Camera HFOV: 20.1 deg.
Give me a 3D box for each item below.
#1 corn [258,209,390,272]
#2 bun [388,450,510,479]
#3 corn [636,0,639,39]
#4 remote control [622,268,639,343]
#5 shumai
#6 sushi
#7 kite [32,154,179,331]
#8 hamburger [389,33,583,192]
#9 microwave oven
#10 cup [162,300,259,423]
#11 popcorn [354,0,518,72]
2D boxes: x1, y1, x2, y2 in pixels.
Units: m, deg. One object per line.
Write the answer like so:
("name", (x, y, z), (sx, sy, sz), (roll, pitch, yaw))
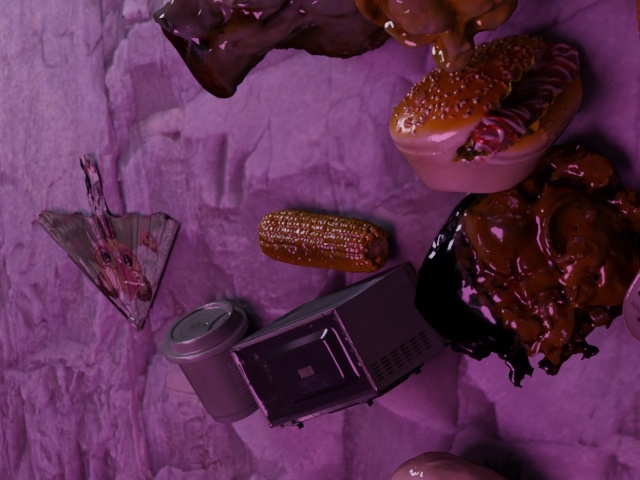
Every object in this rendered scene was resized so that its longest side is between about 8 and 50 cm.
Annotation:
("corn", (0.000, 0.000, 2.154), (0.207, 0.068, 0.068), (7, 117, 46))
("bun", (0.184, 0.331, 2.111), (0.210, 0.116, 0.237), (20, 149, 34))
("corn", (0.329, -0.226, 1.631), (0.106, 0.106, 0.305), (0, 109, 48))
("remote control", (0.362, 0.006, 1.725), (0.078, 0.042, 0.221), (48, 120, 44))
("shumai", (-0.041, -0.272, 1.933), (0.222, 0.204, 0.272), (48, 136, 15))
("sushi", (0.223, 0.021, 1.839), (0.200, 0.213, 0.204), (33, 152, 0))
("kite", (-0.288, 0.005, 2.519), (0.323, 0.013, 0.267), (0, 113, 45))
("hamburger", (0.166, -0.132, 1.785), (0.173, 0.210, 0.116), (7, 127, 33))
("microwave oven", (0.024, 0.131, 2.133), (0.205, 0.163, 0.129), (-24, 96, 48))
("cup", (-0.130, 0.161, 2.370), (0.120, 0.120, 0.141), (2, 127, 47))
("popcorn", (0.111, -0.303, 1.716), (0.259, 0.212, 0.259), (-8, 70, 24))
